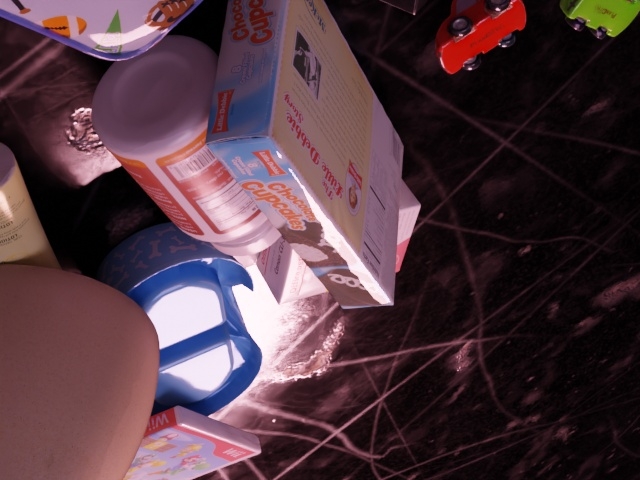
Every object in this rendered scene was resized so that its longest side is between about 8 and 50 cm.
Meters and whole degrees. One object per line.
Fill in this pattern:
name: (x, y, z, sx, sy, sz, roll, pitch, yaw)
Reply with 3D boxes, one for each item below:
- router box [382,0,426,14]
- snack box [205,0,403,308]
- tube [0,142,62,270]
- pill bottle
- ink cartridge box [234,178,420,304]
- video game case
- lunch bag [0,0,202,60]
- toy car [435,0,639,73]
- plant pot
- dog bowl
router box: (0.109, -0.349, 0.756, 0.243, 0.081, 0.309, -49, 158, -37)
snack box: (0.000, -0.086, 1.002, 0.060, 0.187, 0.322, -5, 151, 20)
tube: (-0.283, 0.007, 1.008, 0.070, 0.062, 0.240, 13, 146, 6)
pill bottle: (-0.104, -0.074, 0.990, 0.121, 0.121, 0.216, -33, 146, 0)
ink cartridge box: (0.000, 0.000, 1.210, 0.198, 0.067, 0.115, -15, 142, -24)
video game case: (-0.239, 0.275, 1.320, 0.285, 0.025, 0.204, -24, 153, 15)
lunch bag: (-0.133, -0.275, 0.727, 0.303, 0.115, 0.243, -46, 142, 20)
toy car: (0.237, -0.255, 1.096, 0.225, 0.053, 0.239, 8, 130, -44)
plant pot: (-0.289, 0.182, 1.027, 0.284, 0.191, 0.284, -6, 141, -5)
dog bowl: (-0.157, 0.093, 1.197, 0.166, 0.074, 0.297, -22, 144, -15)
